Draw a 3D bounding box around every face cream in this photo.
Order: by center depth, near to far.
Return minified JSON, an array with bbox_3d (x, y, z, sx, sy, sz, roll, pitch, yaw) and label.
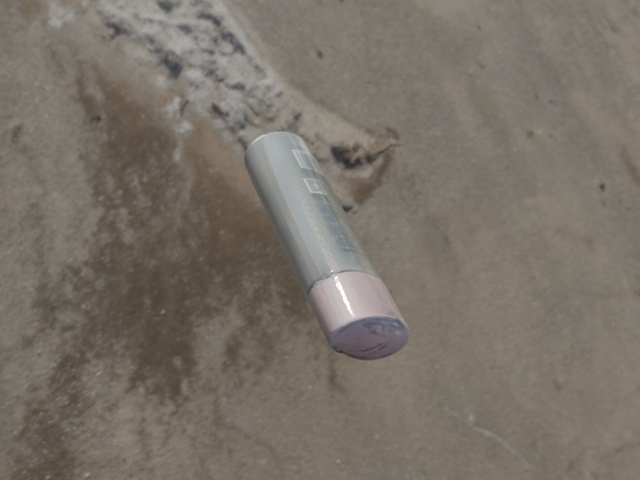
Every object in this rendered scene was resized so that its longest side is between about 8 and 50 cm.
[{"bbox_3d":[0.000,0.000,0.920,0.107,0.073,0.269,21,32,-46],"label":"face cream"}]
